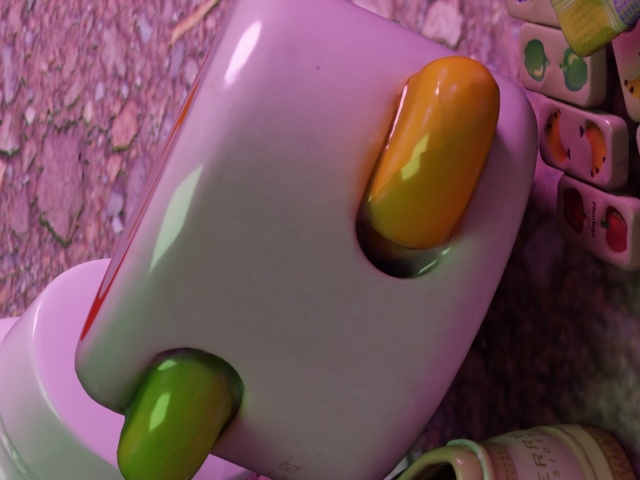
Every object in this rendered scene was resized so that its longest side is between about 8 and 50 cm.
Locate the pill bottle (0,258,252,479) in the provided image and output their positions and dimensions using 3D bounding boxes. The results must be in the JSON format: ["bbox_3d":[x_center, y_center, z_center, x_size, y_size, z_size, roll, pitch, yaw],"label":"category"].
[{"bbox_3d":[-0.159,0.149,1.017,0.318,0.176,0.176,-47,46,39],"label":"pill bottle"}]

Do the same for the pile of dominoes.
[{"bbox_3d":[0.101,-0.108,0.743,0.196,0.040,0.251,153,107,-67],"label":"pile of dominoes"}]

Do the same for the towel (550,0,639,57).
[{"bbox_3d":[0.100,-0.105,0.716,0.060,0.009,0.083,70,157,7],"label":"towel"}]

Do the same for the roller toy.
[{"bbox_3d":[0.000,0.000,0.814,0.191,0.146,0.209,-88,23,-71],"label":"roller toy"}]

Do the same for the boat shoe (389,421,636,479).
[{"bbox_3d":[0.015,0.163,0.835,0.285,0.089,0.104,-52,43,35],"label":"boat shoe"}]
